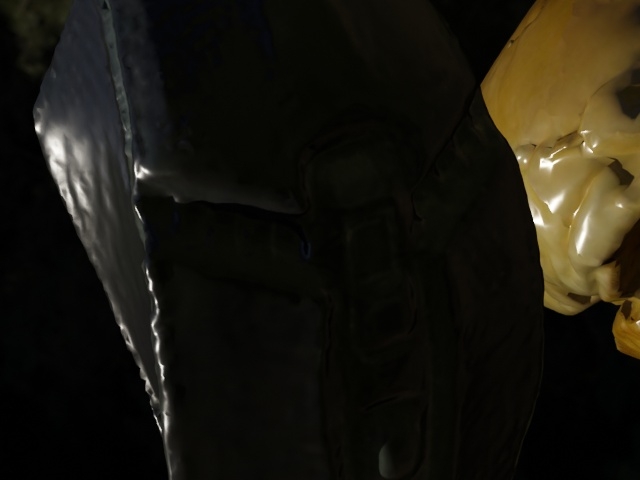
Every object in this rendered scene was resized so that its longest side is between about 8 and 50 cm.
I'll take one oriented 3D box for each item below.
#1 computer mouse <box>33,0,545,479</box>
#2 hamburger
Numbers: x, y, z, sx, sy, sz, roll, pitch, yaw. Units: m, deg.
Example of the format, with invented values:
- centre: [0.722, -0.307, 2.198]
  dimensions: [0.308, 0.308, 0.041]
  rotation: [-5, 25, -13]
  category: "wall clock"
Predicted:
- centre: [0.000, 0.000, 0.458]
  dimensions: [0.062, 0.106, 0.192]
  rotation: [14, 120, 64]
  category: "computer mouse"
- centre: [0.176, -0.090, 0.725]
  dimensions: [0.318, 0.158, 0.318]
  rotation: [-54, 0, 0]
  category: "hamburger"
